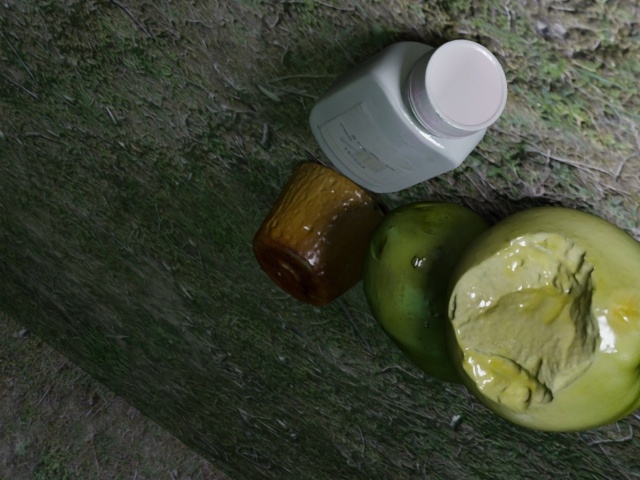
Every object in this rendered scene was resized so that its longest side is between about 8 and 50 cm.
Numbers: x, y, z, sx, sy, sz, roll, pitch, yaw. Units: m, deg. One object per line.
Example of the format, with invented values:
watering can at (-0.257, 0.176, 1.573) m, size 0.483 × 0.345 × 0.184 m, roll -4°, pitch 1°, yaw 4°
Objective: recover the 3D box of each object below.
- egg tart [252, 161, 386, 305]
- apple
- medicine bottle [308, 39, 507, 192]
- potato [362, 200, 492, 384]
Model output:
egg tart at (0.000, 0.000, 2.078) m, size 0.202 × 0.147 × 0.202 m, roll 32°, pitch 154°, yaw 18°
apple at (0.284, 0.099, 1.661) m, size 0.279 × 0.279 × 0.279 m, roll 34°, pitch 156°, yaw 17°
medicine bottle at (0.105, -0.152, 1.687) m, size 0.161 × 0.111 × 0.296 m, roll 44°, pitch 159°, yaw -10°
potato at (0.173, 0.072, 1.861) m, size 0.216 × 0.216 × 0.304 m, roll 16°, pitch 158°, yaw 47°
